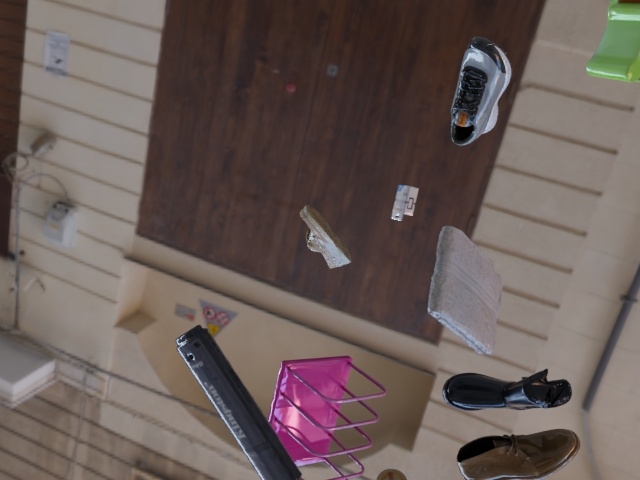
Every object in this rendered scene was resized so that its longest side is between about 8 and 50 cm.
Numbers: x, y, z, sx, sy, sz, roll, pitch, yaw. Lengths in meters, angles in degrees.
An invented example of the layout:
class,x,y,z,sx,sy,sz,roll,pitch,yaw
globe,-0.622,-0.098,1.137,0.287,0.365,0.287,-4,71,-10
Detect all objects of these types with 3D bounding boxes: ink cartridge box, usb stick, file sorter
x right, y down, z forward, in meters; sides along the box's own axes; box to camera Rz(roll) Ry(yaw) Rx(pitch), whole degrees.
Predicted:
class,x,y,z,sx,sy,sz,roll,pitch,yaw
ink cartridge box,0.198,-0.087,1.576,0.028,0.083,0.048,12,-177,-28
usb stick,-0.121,0.250,0.988,0.045,0.077,0.278,-33,-90,-37
file sorter,0.008,0.445,1.565,0.202,0.290,0.182,3,-163,-38

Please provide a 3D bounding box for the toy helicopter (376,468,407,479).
class,x,y,z,sx,sy,sz,roll,pitch,yaw
toy helicopter,0.138,0.716,1.636,0.235,0.140,0.355,13,-138,25

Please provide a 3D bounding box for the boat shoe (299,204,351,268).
class,x,y,z,sx,sy,sz,roll,pitch,yaw
boat shoe,0.000,0.000,1.366,0.170,0.059,0.063,52,-164,-34

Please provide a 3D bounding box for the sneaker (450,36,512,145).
class,x,y,z,sx,sy,sz,roll,pitch,yaw
sneaker,0.333,-0.309,1.427,0.100,0.271,0.108,32,-118,26

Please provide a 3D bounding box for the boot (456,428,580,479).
class,x,y,z,sx,sy,sz,roll,pitch,yaw
boot,0.487,0.527,1.662,0.306,0.115,0.112,-23,-148,13

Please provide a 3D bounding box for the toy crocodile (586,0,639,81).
class,x,y,z,sx,sy,sz,roll,pitch,yaw
toy crocodile,0.429,-0.324,0.765,0.105,0.340,0.115,37,-176,-34

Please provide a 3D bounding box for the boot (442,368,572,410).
class,x,y,z,sx,sy,sz,roll,pitch,yaw
boot,0.441,0.354,1.591,0.247,0.094,0.207,8,159,-10

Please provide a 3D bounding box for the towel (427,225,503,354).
class,x,y,z,sx,sy,sz,roll,pitch,yaw
towel,0.306,0.110,1.373,0.049,0.187,0.282,-4,153,37
